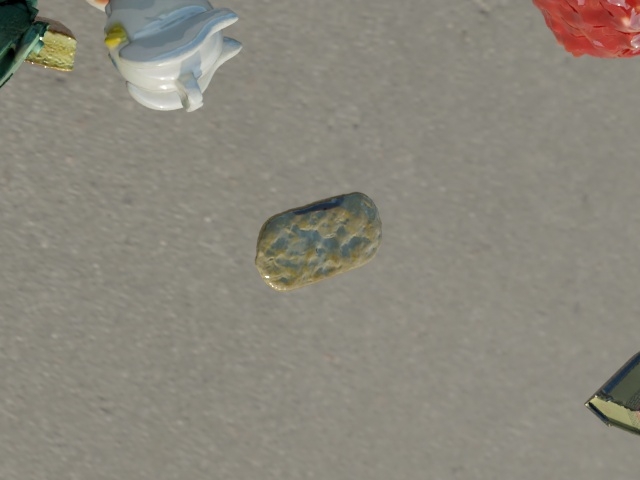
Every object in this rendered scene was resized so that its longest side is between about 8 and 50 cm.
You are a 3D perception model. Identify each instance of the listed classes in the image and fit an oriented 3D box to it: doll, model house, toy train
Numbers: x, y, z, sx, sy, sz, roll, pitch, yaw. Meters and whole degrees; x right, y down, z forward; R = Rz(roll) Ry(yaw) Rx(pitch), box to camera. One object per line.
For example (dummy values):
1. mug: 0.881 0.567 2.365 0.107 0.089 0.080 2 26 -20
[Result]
1. doll: -0.180 -0.261 1.283 0.099 0.384 0.188 -29 160 -8
2. model house: 0.245 0.111 1.192 0.083 0.058 0.057 -42 122 -22
3. toy train: -0.272 -0.127 1.222 0.070 0.099 0.172 38 48 -7

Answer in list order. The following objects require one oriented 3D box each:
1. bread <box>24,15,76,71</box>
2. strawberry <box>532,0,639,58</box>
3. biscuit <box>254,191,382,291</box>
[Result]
1. bread: -0.255 -0.172 1.355 0.090 0.094 0.035 10 101 -20
2. strawberry: 0.148 -0.166 0.626 0.205 0.205 0.244 -33 163 -30
3. biscuit: 0.000 0.000 1.446 0.147 0.018 0.071 -18 103 -38
